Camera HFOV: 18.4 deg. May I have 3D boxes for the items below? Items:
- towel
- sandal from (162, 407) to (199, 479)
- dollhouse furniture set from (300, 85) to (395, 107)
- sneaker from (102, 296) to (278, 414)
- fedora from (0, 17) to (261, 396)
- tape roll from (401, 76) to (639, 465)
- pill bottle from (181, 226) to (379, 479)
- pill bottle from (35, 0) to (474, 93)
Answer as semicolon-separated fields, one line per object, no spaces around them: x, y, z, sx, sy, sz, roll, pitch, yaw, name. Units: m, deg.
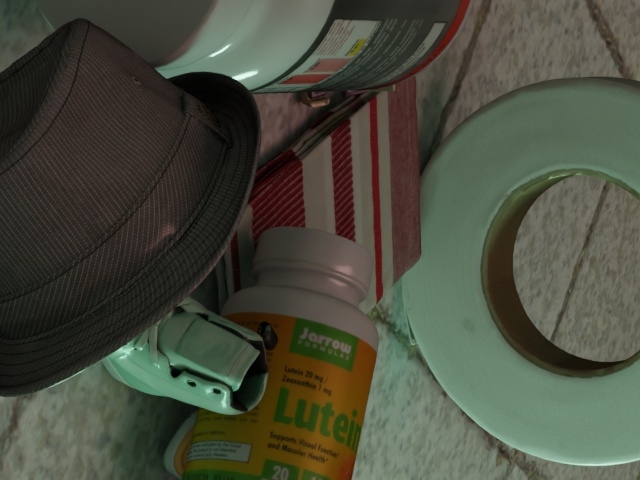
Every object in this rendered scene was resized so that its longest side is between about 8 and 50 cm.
0.000;0.000;1.829;0.329;0.037;0.237;-43;139;-45;towel
-0.045;0.213;1.762;0.102;0.076;0.265;-56;149;8;sandal
0.031;-0.182;1.754;0.091;0.081;0.114;-15;102;-35;dollhouse furniture set
-0.123;0.049;1.492;0.094;0.151;0.256;-65;149;-19;sneaker
-0.163;-0.044;1.217;0.124;0.244;0.275;51;21;-26;fedora
0.264;0.030;1.955;0.072;0.392;0.392;-11;111;-60;tape roll
-0.027;0.120;1.640;0.136;0.136;0.245;44;54;-58;pill bottle
-0.043;-0.213;1.468;0.363;0.210;0.210;-11;111;-61;pill bottle
